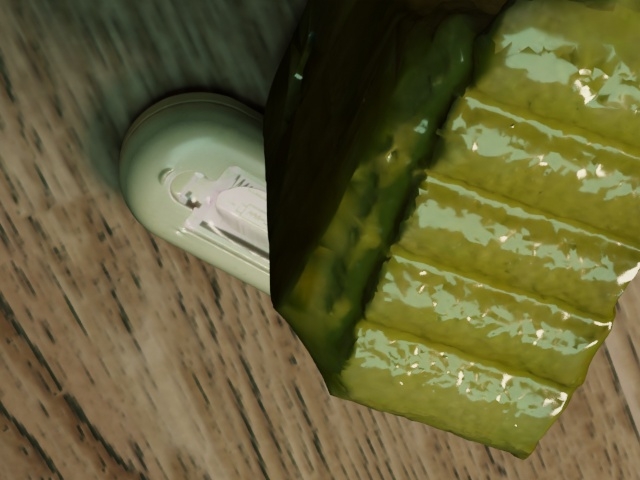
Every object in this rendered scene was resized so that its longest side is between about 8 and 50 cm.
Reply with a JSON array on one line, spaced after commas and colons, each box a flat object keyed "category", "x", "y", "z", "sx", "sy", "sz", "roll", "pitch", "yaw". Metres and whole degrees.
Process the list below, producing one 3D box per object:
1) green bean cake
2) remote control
[{"category": "green bean cake", "x": 0.068, "y": -0.065, "z": 0.817, "sx": 0.124, "sy": 0.236, "sz": 0.233, "roll": 19, "pitch": 122, "yaw": -15}, {"category": "remote control", "x": 0.000, "y": 0.000, "z": 0.971, "sx": 0.221, "sy": 0.042, "sz": 0.078, "roll": 29, "pitch": 116, "yaw": -21}]
